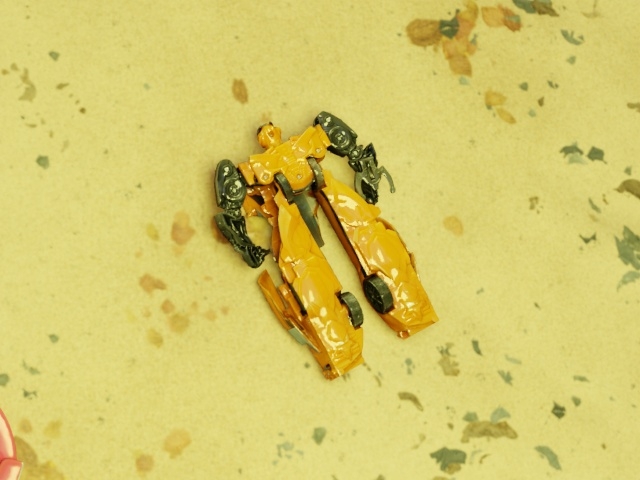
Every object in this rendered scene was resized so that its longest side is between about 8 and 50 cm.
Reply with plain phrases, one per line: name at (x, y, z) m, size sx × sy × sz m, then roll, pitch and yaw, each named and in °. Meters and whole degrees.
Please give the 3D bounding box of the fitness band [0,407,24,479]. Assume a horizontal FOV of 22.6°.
fitness band at (-0.427, 0.270, 1.644) m, size 0.209 × 0.054 × 0.291 m, roll 21°, pitch 70°, yaw -7°

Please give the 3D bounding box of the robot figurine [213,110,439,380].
robot figurine at (0.000, 0.000, 1.816) m, size 0.211 × 0.085 × 0.291 m, roll -27°, pitch 85°, yaw -21°
